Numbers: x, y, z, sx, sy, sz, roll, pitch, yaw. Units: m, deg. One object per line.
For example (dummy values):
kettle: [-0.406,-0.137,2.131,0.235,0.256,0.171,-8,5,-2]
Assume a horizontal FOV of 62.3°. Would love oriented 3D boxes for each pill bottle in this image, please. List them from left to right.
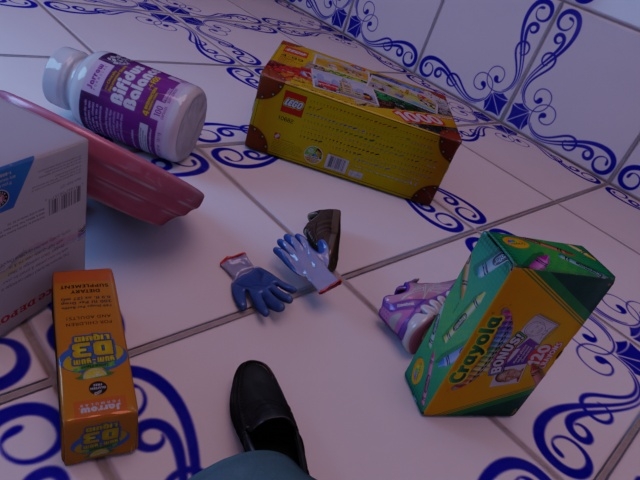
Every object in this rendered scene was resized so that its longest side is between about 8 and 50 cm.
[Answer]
pill bottle: [-0.407,-0.292,1.109,0.301,0.169,0.169,21,32,1]

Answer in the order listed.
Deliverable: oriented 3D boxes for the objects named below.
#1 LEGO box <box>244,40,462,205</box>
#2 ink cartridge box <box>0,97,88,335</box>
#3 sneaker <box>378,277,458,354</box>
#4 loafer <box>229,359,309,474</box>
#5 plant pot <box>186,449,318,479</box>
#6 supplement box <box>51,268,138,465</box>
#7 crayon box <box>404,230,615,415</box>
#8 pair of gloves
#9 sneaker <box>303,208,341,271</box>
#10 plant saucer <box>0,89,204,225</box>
LEGO box: [0.087,-0.326,1.419,0.500,0.193,0.372,17,32,-6]
ink cartridge box: [-0.412,-0.030,0.648,0.168,0.233,0.171,25,32,12]
sneaker: [0.188,0.105,0.926,0.104,0.095,0.236,32,34,32]
loafer: [-0.056,0.222,0.614,0.076,0.078,0.223,6,35,-23]
plant pot: [-0.016,0.299,0.368,0.271,0.272,0.255,-8,28,-37]
supplement box: [-0.270,0.136,0.625,0.078,0.080,0.233,-3,41,-29]
crayon box: [0.251,0.127,0.742,0.165,0.278,0.081,7,33,-20]
pair of gloves: [-0.062,0.049,0.879,0.198,0.023,0.159,-23,46,-25]
sneaker: [0.000,0.000,1.016,0.071,0.066,0.188,1,29,6]
plant saucer: [-0.350,-0.113,0.833,0.332,0.084,0.332,26,-4,2]
